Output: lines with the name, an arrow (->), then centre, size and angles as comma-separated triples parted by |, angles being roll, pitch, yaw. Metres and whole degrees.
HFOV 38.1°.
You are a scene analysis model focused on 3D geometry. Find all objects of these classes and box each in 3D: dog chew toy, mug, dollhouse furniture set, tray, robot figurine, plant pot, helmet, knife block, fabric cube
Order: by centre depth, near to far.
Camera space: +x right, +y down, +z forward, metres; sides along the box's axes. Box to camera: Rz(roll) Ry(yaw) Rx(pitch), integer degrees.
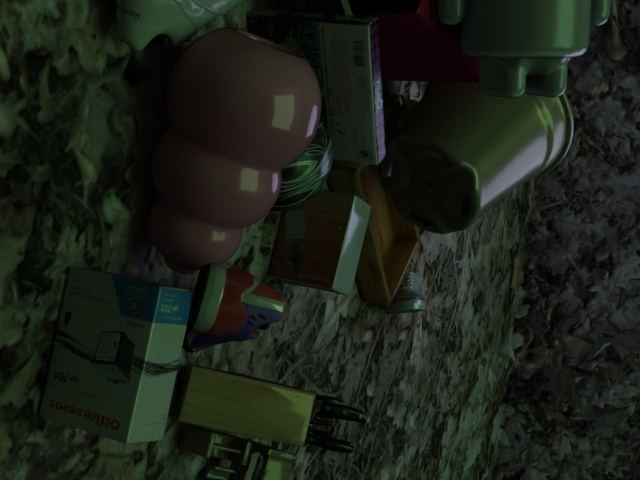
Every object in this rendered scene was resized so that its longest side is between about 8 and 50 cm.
dog chew toy -> -0.132, -0.110, 1.239 | 0.207, 0.207, 0.331 | -9, 125, -65
helmet -> -0.062, -0.125, 1.401 | 0.169, 0.162, 0.169 | -2, 90, -81
robot figurine -> 0.319, -0.402, 1.441 | 0.200, 0.300, 0.353 | -147, -124, -67
knife block -> -0.064, 0.274, 1.475 | 0.276, 0.242, 0.088 | 30, 71, -64
dollhouse furniture set -> -0.160, 0.378, 1.490 | 0.184, 0.129, 0.129 | 25, 76, -40
fabric cube -> 0.150, -0.440, 1.585 | 0.258, 0.254, 0.259 | 25, 76, -51
plant pot -> 0.286, -0.185, 1.844 | 0.305, 0.334, 0.333 | -45, 140, -37
tray -> 0.117, -0.069, 1.943 | 0.202, 0.076, 0.411 | -62, 149, -34
mug -> 0.186, -0.275, 2.047 | 0.064, 0.078, 0.062 | -47, 173, -37

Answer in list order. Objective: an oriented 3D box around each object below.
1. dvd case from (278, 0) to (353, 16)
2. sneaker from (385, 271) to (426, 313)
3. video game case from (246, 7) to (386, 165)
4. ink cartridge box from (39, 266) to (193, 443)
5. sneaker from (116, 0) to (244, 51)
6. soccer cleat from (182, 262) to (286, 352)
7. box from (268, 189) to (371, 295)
dvd case -> -0.017, -0.378, 1.420 | 0.018, 0.165, 0.221 | -47, 145, -16
sneaker -> 0.191, 0.119, 2.133 | 0.258, 0.094, 0.091 | -7, 92, -89
video game case -> -0.004, -0.239, 1.441 | 0.042, 0.210, 0.232 | -48, 140, -47
ink cartridge box -> -0.250, 0.139, 1.138 | 0.082, 0.140, 0.190 | 20, 81, -66
sneaker -> -0.176, -0.320, 1.198 | 0.297, 0.111, 0.129 | -30, 146, -58
soccer cleat -> -0.127, 0.107, 1.294 | 0.318, 0.117, 0.108 | 129, -25, -73
box -> 0.000, 0.000, 1.642 | 0.091, 0.130, 0.170 | 29, 73, -65
